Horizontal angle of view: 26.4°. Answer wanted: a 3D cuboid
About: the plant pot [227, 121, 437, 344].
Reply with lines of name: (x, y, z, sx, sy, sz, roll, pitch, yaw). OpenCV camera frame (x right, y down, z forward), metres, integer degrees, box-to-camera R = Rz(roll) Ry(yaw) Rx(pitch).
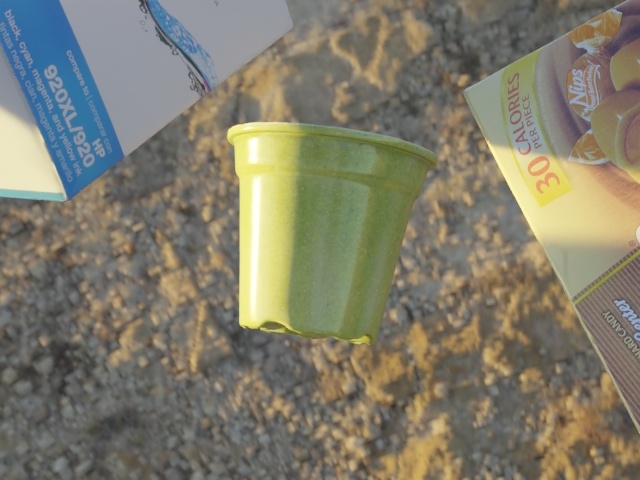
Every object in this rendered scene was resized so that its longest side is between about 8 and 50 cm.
plant pot: (0.000, 0.000, 1.766, 0.276, 0.276, 0.254, 5, 83, 23)

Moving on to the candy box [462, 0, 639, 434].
candy box: (0.235, 0.003, 0.809, 0.183, 0.087, 0.316, -29, 63, 11)

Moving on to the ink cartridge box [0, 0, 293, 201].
ink cartridge box: (-0.167, -0.157, 0.879, 0.171, 0.168, 0.232, 5, 36, 40)
